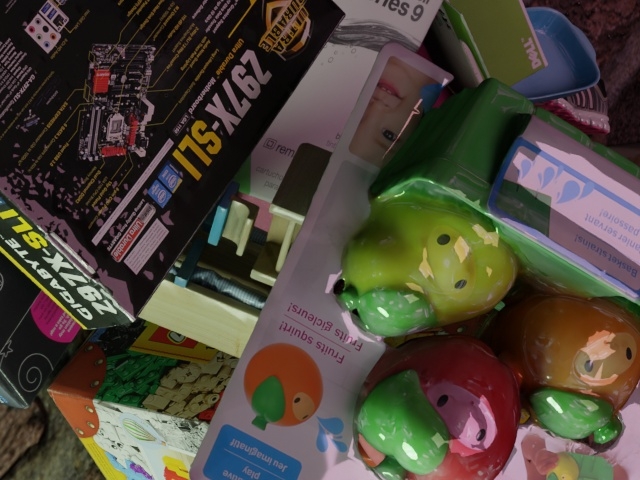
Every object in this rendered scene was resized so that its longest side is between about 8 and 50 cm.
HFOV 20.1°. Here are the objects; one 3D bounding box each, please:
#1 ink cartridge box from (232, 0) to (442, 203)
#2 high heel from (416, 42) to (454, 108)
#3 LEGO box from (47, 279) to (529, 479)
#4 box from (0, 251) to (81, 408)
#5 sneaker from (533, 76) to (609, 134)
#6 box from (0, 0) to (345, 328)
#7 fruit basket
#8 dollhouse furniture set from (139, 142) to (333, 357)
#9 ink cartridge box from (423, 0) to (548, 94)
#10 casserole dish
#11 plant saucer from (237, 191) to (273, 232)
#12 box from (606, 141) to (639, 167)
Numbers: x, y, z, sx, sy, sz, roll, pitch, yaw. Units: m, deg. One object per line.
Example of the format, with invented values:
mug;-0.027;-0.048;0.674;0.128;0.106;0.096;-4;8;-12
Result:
ink cartridge box;-0.031;-0.188;1.544;0.211;0.121;0.289;19;102;-40
high heel;0.077;-0.211;1.767;0.377;0.127;0.181;42;66;-46
LEGO box;0.047;0.262;1.600;0.193;0.372;0.500;-53;132;-33
box;-0.249;-0.023;1.374;0.163;0.142;0.247;54;53;-38
sneaker;0.279;-0.172;2.082;0.170;0.063;0.075;15;75;-49
box;-0.155;-0.140;1.305;0.257;0.079;0.322;47;59;-25
fruit basket;0.118;0.079;1.270;0.327;0.165;0.353;30;64;-15
dollhouse furniture set;-0.063;-0.019;1.402;0.183;0.129;0.129;110;3;-46
ink cartridge box;0.156;-0.217;1.762;0.097;0.255;0.189;-30;125;-3
casserole dish;0.226;-0.198;1.984;0.188;0.037;0.114;-15;68;-40
plant saucer;-0.015;-0.006;1.717;0.198;0.036;0.198;0;90;-31
box;0.496;-0.037;2.168;0.121;0.311;0.148;-8;100;-51
